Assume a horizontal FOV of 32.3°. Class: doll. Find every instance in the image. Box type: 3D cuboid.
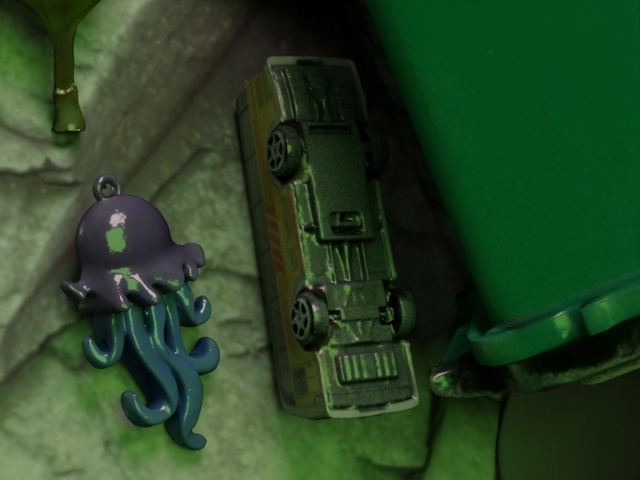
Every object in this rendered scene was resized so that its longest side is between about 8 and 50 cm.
[{"bbox_3d":[-0.121,0.053,0.767,0.110,0.067,0.206,-21,98,-43],"label":"doll"}]

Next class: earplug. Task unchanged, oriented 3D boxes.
[{"bbox_3d":[0.314,0.184,0.900,0.301,0.172,0.172,19,69,-27],"label":"earplug"}]

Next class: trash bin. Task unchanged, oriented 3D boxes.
[{"bbox_3d":[0.154,-0.112,0.755,0.381,0.295,0.259,63,19,-8],"label":"trash bin"}]

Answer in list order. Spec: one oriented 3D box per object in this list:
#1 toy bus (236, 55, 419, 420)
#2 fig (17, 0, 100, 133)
[{"bbox_3d":[0.000,0.000,0.814,0.092,0.106,0.268,-3,76,-28],"label":"toy bus"},{"bbox_3d":[-0.183,-0.207,0.776,0.143,0.160,0.231,-76,154,-51],"label":"fig"}]
